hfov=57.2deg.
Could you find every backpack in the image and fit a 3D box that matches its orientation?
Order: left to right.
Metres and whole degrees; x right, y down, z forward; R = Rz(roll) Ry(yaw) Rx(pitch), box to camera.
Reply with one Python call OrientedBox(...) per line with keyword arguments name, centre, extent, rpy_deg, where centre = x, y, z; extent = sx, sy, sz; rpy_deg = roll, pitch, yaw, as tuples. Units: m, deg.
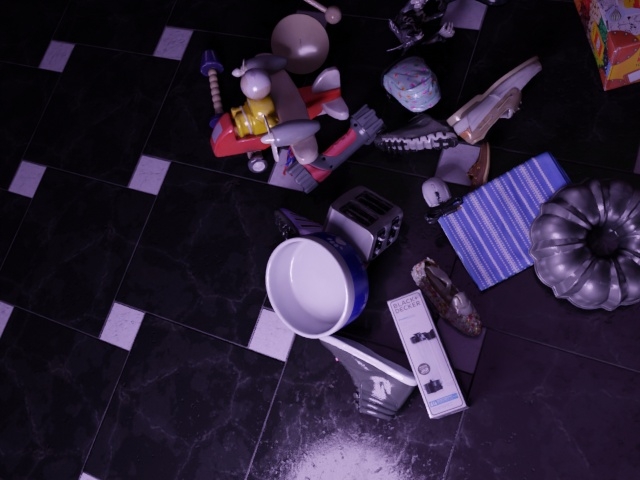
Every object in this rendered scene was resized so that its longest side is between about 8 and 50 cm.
OrientedBox(name="backpack", centre=(0.260, -0.444, 1.668), extent=(0.152, 0.115, 0.182), rpy_deg=(-37, 49, 10))

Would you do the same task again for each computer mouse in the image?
OrientedBox(name="computer mouse", centre=(0.306, -0.121, 1.553), extent=(0.106, 0.042, 0.193), rpy_deg=(-28, 31, 11))

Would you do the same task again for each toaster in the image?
OrientedBox(name="toaster", centre=(0.108, -0.048, 1.571), extent=(0.186, 0.110, 0.168), rpy_deg=(33, 42, 20))

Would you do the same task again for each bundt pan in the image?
OrientedBox(name="bundt pan", centre=(0.665, 0.002, 1.378), extent=(0.331, 0.124, 0.330), rpy_deg=(-1, 85, 13))

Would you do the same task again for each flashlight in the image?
OrientedBox(name="flashlight", centre=(0.041, -0.270, 1.705), extent=(0.304, 0.103, 0.103), rpy_deg=(-43, 63, 2))

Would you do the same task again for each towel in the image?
OrientedBox(name="towel", centre=(0.497, -0.050, 1.497), extent=(0.336, 0.040, 0.243), rpy_deg=(-29, 81, 7))

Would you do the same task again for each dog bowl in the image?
OrientedBox(name="dog bowl", centre=(-0.010, 0.113, 1.522), extent=(0.265, 0.104, 0.264), rpy_deg=(10, 107, 35))

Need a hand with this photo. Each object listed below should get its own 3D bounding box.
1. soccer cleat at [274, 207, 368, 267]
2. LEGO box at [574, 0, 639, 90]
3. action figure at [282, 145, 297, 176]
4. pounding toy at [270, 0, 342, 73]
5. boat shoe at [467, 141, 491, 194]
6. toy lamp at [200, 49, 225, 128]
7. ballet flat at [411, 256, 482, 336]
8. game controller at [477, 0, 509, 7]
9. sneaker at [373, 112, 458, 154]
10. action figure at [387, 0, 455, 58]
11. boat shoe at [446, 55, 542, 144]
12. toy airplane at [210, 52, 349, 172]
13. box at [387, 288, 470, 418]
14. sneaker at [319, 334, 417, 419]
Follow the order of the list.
OrientedBox(name="soccer cleat", centre=(0.000, 0.000, 1.644), extent=(0.116, 0.108, 0.318), rpy_deg=(-40, 63, -19))
OrientedBox(name="LEGO box", centre=(0.939, -0.648, 1.490), extent=(0.501, 0.193, 0.372), rpy_deg=(-14, 69, 13))
OrientedBox(name="action figure", centre=(-0.086, -0.249, 1.778), extent=(0.038, 0.030, 0.115), rpy_deg=(9, 71, 14))
OrientedBox(name="pounding toy", centre=(-0.047, -0.649, 1.839), extent=(0.183, 0.110, 0.236), rpy_deg=(24, 120, -6))
OrientedBox(name="boat shoe", centre=(0.425, -0.183, 1.576), extent=(0.060, 0.064, 0.177), rpy_deg=(6, 78, 17))
OrientedBox(name="toy lamp", centre=(-0.344, -0.496, 1.911), extent=(0.080, 0.080, 0.274), rpy_deg=(-15, 71, 13))
OrientedBox(name="ballet flat", centre=(0.323, 0.139, 1.491), extent=(0.091, 0.077, 0.241), rpy_deg=(-27, 61, -33))
OrientedBox(name="game controller", centre=(0.536, -0.822, 1.727), extent=(0.167, 0.067, 0.319), rpy_deg=(33, 76, 6))
OrientedBox(name="sneaker", centre=(0.269, -0.307, 1.661), extent=(0.235, 0.078, 0.106), rpy_deg=(-3, 70, 13))
OrientedBox(name="action figure", centre=(0.303, -0.649, 1.710), extent=(0.141, 0.164, 0.275), rpy_deg=(5, 61, 60))
OrientedBox(name="boat shoe", centre=(0.491, -0.380, 1.603), extent=(0.302, 0.113, 0.103), rpy_deg=(-38, 90, -2))
OrientedBox(name="toy airplane", centre=(-0.116, -0.395, 1.682), extent=(0.386, 0.272, 0.384), rpy_deg=(13, 67, 33))
OrientedBox(name="box", centre=(0.263, 0.278, 1.427), extent=(0.087, 0.169, 0.289), rpy_deg=(-23, 67, 10))
OrientedBox(name="sneaker", centre=(0.093, 0.348, 1.496), extent=(0.296, 0.105, 0.146), rpy_deg=(25, 94, 30))
